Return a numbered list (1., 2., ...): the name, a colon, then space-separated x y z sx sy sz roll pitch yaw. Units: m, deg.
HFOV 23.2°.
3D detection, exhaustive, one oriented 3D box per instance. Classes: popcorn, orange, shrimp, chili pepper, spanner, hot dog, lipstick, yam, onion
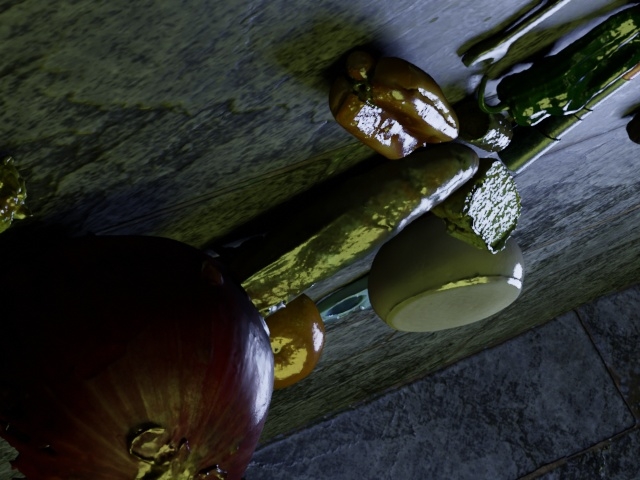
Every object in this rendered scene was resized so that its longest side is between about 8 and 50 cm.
1. popcorn: -0.279 -0.037 1.309 0.068 0.059 0.083 -22 158 -17
2. orange: -0.070 0.130 2.178 0.155 0.154 0.134 -28 -159 6
3. shrimp: 0.000 0.000 1.935 0.446 0.110 0.221 -30 176 -4
4. chili pepper: 0.302 -0.202 1.781 0.257 0.074 0.100 -32 164 4
5. spanner: 0.250 -0.250 1.603 0.254 0.015 0.054 -34 163 30
6. hot dog: 0.076 -0.138 1.582 0.100 0.068 0.249 -19 167 14
7. lipstick: 0.329 -0.169 1.990 0.234 0.053 0.053 -35 164 28
8. yam: 0.193 -0.135 1.855 0.054 0.054 0.132 -30 168 15
9. onion: -0.200 0.145 1.601 0.341 0.341 0.341 -25 167 -6

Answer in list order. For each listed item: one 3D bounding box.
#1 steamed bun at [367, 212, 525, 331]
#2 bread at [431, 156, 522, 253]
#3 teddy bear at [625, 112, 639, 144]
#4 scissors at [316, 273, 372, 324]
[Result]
1. steamed bun: 0.177 0.034 2.270 0.232 0.145 0.232 -11 159 -4
2. bread: 0.193 -0.060 2.056 0.103 0.110 0.156 -50 147 -14
3. teddy bear: 0.527 -0.172 2.304 0.160 0.078 0.119 -23 170 -21
4. scissors: 0.120 0.042 2.453 0.191 0.029 0.360 -16 163 -35
